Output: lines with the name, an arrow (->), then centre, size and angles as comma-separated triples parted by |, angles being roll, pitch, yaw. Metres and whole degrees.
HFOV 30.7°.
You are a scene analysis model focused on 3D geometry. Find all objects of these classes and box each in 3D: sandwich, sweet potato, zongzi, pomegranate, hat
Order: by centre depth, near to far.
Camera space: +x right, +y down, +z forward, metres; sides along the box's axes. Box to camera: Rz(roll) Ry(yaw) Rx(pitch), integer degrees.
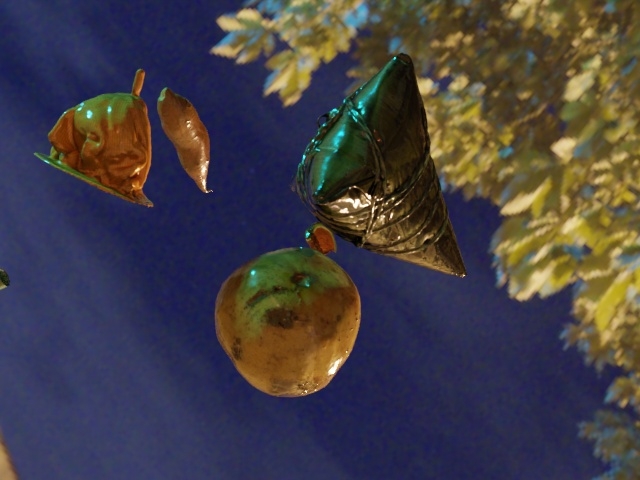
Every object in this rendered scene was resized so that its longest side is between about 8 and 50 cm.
sweet potato -> -0.175, -0.131, 1.566 | 0.056, 0.056, 0.195 | 21, -34, 33
zongzi -> 0.123, -0.070, 1.962 | 0.362, 0.319, 0.383 | 31, -22, 2
pomegranate -> -0.057, 0.151, 2.166 | 0.281, 0.281, 0.281 | 30, -33, 21
hat -> -0.378, -0.214, 2.190 | 0.233, 0.233, 0.244 | 22, 3, -32
sandwich -> -0.002, -0.003, 2.361 | 0.026, 0.101, 0.069 | -9, -87, 27

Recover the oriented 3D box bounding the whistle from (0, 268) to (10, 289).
whistle -> -0.663, 0.106, 2.151 | 0.039, 0.186, 0.039 | 62, 9, -18
